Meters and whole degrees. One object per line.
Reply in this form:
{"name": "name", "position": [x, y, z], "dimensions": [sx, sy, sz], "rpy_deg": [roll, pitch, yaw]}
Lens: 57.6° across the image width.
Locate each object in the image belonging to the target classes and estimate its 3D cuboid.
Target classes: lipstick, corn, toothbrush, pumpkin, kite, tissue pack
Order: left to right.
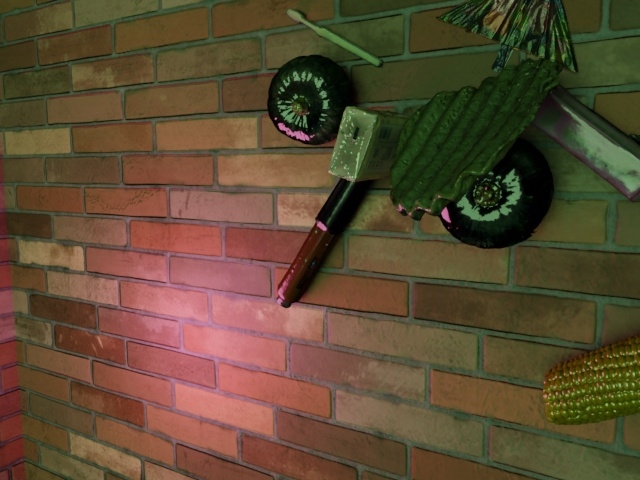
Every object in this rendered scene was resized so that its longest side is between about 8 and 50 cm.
{"name": "pumpkin", "position": [-0.025, -0.324, 1.356], "dimensions": [0.211, 0.152, 0.212], "rpy_deg": [9, 106, 33]}
{"name": "lipstick", "position": [0.000, 0.000, 1.429], "dimensions": [0.077, 0.077, 0.419], "rpy_deg": [41, 117, 21]}
{"name": "toothbrush", "position": [0.029, -0.480, 1.374], "dimensions": [0.294, 0.028, 0.026], "rpy_deg": [39, 136, 22]}
{"name": "tissue pack", "position": [0.113, -0.208, 1.258], "dimensions": [0.092, 0.196, 0.148], "rpy_deg": [28, 112, 28]}
{"name": "pumpkin", "position": [0.339, -0.098, 1.150], "dimensions": [0.233, 0.163, 0.233], "rpy_deg": [4, 99, 28]}
{"name": "kite", "position": [0.391, -0.453, 1.157], "dimensions": [0.321, 0.016, 0.234], "rpy_deg": [32, 112, 25]}
{"name": "corn", "position": [0.582, 0.239, 1.057], "dimensions": [0.387, 0.144, 0.144], "rpy_deg": [-27, 82, 31]}

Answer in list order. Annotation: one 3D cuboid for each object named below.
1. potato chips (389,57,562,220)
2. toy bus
{"name": "potato chips", "position": [0.261, -0.197, 1.074], "dimensions": [0.070, 0.429, 0.358], "rpy_deg": [46, 148, -20]}
{"name": "toy bus", "position": [0.500, -0.188, 1.072], "dimensions": [0.274, 0.112, 0.090], "rpy_deg": [45, 124, 20]}
